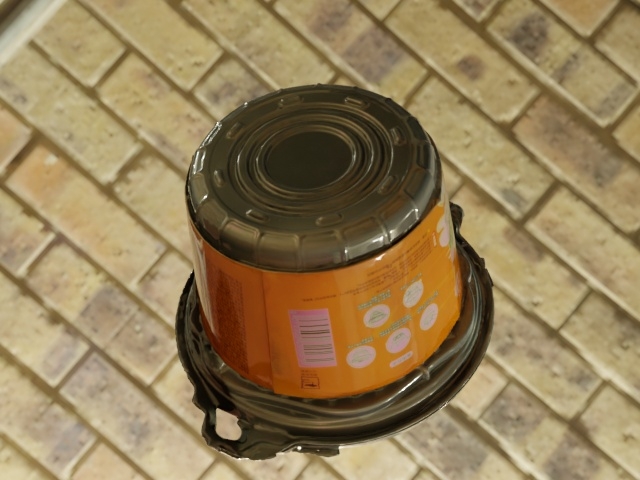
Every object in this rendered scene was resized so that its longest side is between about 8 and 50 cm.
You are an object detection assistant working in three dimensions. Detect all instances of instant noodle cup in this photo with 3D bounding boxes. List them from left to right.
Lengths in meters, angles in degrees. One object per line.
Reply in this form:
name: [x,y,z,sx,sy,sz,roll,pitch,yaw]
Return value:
instant noodle cup: [0.000,0.000,0.610,0.178,0.208,0.125,9,139,17]
